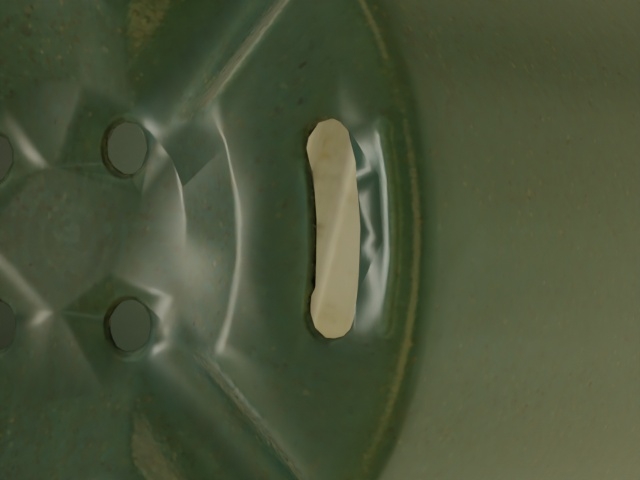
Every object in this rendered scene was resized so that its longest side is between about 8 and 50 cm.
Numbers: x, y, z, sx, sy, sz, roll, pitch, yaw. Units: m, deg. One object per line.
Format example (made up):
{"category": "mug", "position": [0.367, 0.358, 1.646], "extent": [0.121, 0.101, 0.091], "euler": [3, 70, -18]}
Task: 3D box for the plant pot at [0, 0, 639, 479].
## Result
{"category": "plant pot", "position": [0.000, 0.000, 0.575], "extent": [0.341, 0.334, 0.341], "euler": [-1, -92, 31]}
